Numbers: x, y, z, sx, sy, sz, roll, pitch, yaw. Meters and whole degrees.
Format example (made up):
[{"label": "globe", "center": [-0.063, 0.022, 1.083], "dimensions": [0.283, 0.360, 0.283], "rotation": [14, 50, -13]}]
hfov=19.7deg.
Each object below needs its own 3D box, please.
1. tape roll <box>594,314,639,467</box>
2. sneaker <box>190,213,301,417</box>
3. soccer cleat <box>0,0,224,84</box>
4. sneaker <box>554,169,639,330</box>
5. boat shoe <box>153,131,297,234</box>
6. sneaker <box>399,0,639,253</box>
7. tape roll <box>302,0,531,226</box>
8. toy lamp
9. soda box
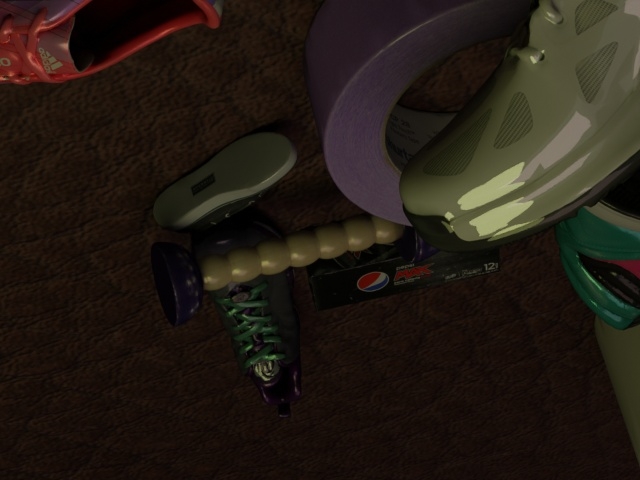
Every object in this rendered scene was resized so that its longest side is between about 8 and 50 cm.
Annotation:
[{"label": "tape roll", "center": [0.403, 0.120, 1.770], "dimensions": [0.246, 0.169, 0.246], "rotation": [-9, 145, -6]}, {"label": "sneaker", "center": [-0.051, 0.066, 1.604], "dimensions": [0.083, 0.098, 0.224], "rotation": [-17, 145, 5]}, {"label": "soccer cleat", "center": [-0.213, -0.148, 1.239], "dimensions": [0.318, 0.116, 0.109], "rotation": [-19, 144, 7]}, {"label": "sneaker", "center": [0.329, 0.021, 1.594], "dimensions": [0.295, 0.124, 0.178], "rotation": [23, 151, -2]}, {"label": "boat shoe", "center": [-0.072, -0.045, 1.493], "dimensions": [0.142, 0.049, 0.040], "rotation": [-26, 149, 27]}, {"label": "sneaker", "center": [0.173, -0.210, 1.190], "dimensions": [0.447, 0.169, 0.257], "rotation": [-42, 112, 11]}, {"label": "tape roll", "center": [0.128, -0.125, 1.409], "dimensions": [0.274, 0.090, 0.275], "rotation": [-10, 145, -7]}, {"label": "toy lamp", "center": [0.000, 0.000, 1.516], "dimensions": [0.274, 0.080, 0.080], "rotation": [-14, 146, -17]}, {"label": "soda box", "center": [0.070, 0.009, 1.604], "dimensions": [0.168, 0.053, 0.060], "rotation": [-13, 144, -2]}]
